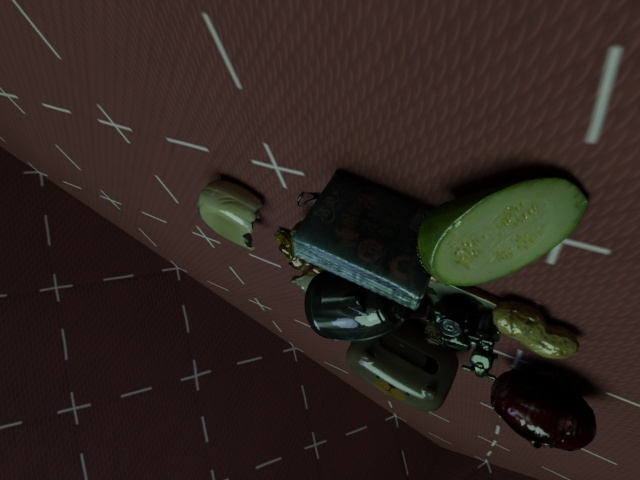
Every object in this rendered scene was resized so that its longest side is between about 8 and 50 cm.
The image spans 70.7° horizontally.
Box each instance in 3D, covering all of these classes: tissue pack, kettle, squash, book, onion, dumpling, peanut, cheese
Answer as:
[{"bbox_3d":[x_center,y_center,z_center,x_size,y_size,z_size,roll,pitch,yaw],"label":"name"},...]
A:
[{"bbox_3d":[0.299,0.438,1.653,0.386,0.268,0.277,29,161,10],"label":"tissue pack"},{"bbox_3d":[0.164,0.203,1.378,0.320,0.229,0.324,18,163,-33],"label":"kettle"},{"bbox_3d":[0.327,-0.007,0.839,0.189,0.189,0.260,40,158,-20],"label":"squash"},{"bbox_3d":[0.325,0.161,1.362,0.370,0.043,0.260,24,155,18],"label":"book"},{"bbox_3d":[0.691,0.506,1.401,0.313,0.233,0.314,23,-179,0],"label":"onion"},{"bbox_3d":[-0.011,0.165,1.719,0.181,0.111,0.155,41,-173,-4],"label":"dumpling"},{"bbox_3d":[0.550,0.232,1.162,0.229,0.098,0.103,30,-179,-4],"label":"peanut"},{"bbox_3d":[0.121,-0.011,1.030,0.315,0.228,0.103,25,151,17],"label":"tissue pack"},{"bbox_3d":[-0.289,-0.086,1.512,0.233,0.127,0.266,32,158,-2],"label":"cheese"}]

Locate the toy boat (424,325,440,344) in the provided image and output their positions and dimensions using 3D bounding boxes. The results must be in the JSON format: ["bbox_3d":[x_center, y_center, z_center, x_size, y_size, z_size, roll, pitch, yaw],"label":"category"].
[{"bbox_3d":[0.380,0.309,1.493,0.064,0.072,0.206,25,174,7],"label":"toy boat"}]

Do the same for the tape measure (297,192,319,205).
[{"bbox_3d":[0.021,-0.082,1.257,0.107,0.104,0.180,29,-161,-48],"label":"tape measure"}]

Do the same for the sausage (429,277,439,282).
[{"bbox_3d":[0.225,0.049,1.219,0.273,0.074,0.074,24,156,17],"label":"sausage"}]

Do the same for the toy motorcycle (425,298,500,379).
[{"bbox_3d":[0.407,0.278,1.283,0.205,0.127,0.275,12,144,31],"label":"toy motorcycle"}]

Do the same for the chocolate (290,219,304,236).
[{"bbox_3d":[0.000,0.000,1.385,0.160,0.083,0.261,25,166,9],"label":"chocolate"}]

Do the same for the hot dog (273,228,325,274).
[{"bbox_3d":[-0.063,0.064,1.576,0.261,0.093,0.123,32,157,-2],"label":"hot dog"}]

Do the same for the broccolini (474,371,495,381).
[{"bbox_3d":[0.675,0.541,1.699,0.194,0.054,0.052,22,174,25],"label":"broccolini"}]
